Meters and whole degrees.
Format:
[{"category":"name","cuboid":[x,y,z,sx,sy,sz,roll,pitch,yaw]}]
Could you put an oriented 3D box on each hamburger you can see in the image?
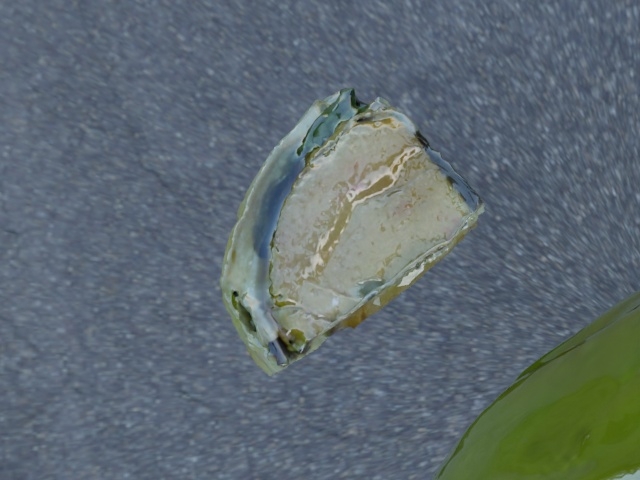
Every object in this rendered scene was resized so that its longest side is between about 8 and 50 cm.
[{"category":"hamburger","cuboid":[0.000,0.000,0.922,0.155,0.135,0.208,44,77,3]}]

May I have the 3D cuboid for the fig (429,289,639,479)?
[{"category":"fig","cuboid":[0.178,0.164,0.427,0.343,0.343,0.343,-2,84,17]}]
